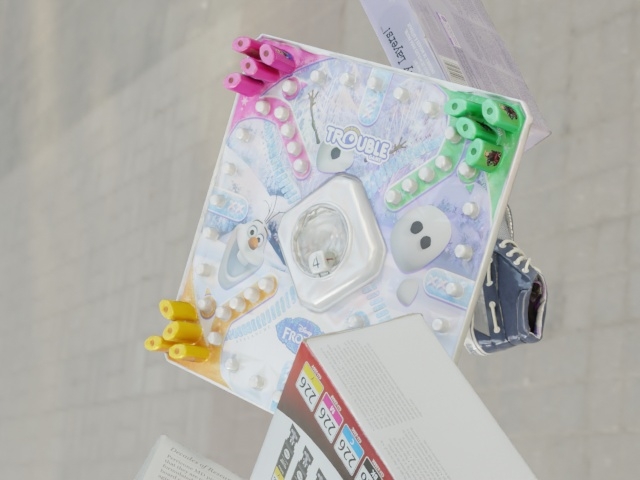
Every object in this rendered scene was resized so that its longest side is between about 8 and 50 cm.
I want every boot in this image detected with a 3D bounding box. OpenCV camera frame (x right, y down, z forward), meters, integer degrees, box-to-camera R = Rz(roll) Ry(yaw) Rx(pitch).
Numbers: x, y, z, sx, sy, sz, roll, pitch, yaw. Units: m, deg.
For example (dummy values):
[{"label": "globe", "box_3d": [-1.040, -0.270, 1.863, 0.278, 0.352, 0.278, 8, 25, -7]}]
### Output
[{"label": "boot", "box_3d": [0.205, 0.031, 1.564, 0.086, 0.069, 0.190, -15, 60, 40]}]

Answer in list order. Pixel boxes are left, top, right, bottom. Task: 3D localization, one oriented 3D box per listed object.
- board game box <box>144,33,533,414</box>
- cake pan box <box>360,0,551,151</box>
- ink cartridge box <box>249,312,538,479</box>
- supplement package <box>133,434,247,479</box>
[{"label": "board game box", "box_3d": [0.000, 0.000, 1.528, 0.390, 0.050, 0.390, 21, 96, 41]}, {"label": "cake pan box", "box_3d": [0.170, -0.239, 1.883, 0.070, 0.246, 0.266, -38, 63, 29]}, {"label": "ink cartridge box", "box_3d": [0.073, 0.271, 1.248, 0.309, 0.130, 0.271, 55, 142, 34]}, {"label": "supplement package", "box_3d": [-0.042, 0.285, 0.890, 0.204, 0.262, 0.145, -59, 4, 28]}]
